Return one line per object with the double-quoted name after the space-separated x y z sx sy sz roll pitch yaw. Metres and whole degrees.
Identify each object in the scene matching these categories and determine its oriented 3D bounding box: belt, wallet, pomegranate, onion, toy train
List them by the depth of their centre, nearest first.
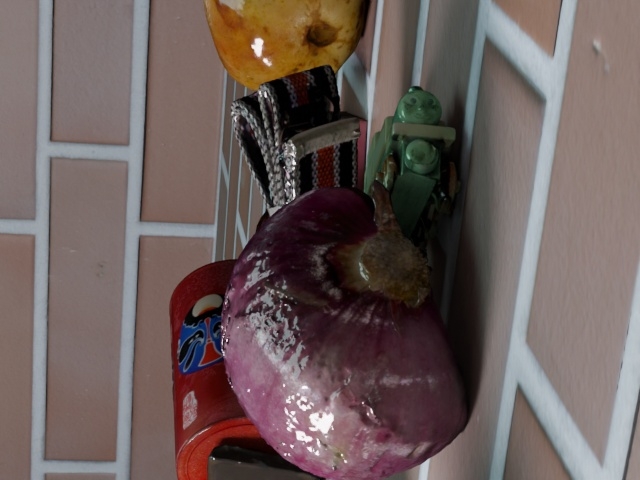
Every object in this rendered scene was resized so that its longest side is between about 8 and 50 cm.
-0.015 0.122 1.370 0.267 0.159 0.349 63 152 24 "onion"
0.080 -0.064 1.383 0.194 0.080 0.125 108 165 -65 "toy train"
0.000 0.000 1.538 0.126 0.094 0.360 14 120 58 "belt"
-0.051 -0.291 1.800 0.215 0.215 0.215 -178 90 -81 "pomegranate"
-0.090 0.410 2.081 0.042 0.165 0.310 -78 -2 -51 "wallet"

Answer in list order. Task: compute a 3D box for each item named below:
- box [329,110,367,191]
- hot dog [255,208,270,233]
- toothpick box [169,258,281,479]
0.016 -0.104 1.839 0.156 0.060 0.111 -139 50 -79 "box"
-0.042 -0.003 2.107 0.270 0.081 0.163 115 154 -65 "hot dog"
-0.119 0.209 2.169 0.333 0.204 0.204 -101 15 -49 "toothpick box"
